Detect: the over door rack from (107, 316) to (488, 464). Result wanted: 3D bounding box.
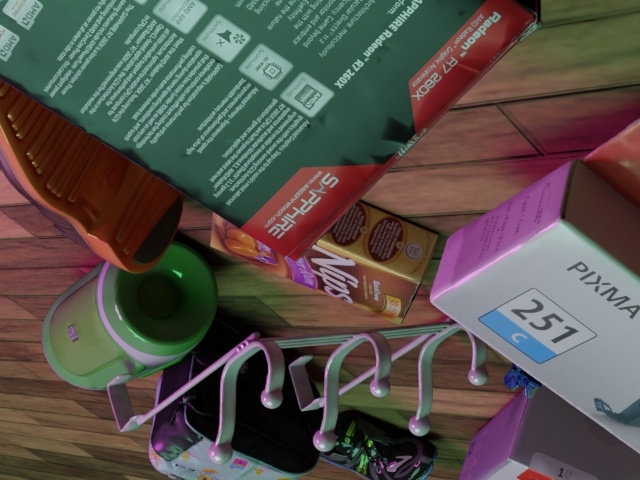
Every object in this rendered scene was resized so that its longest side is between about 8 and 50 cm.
[{"bbox_3d":[-0.025,0.151,1.297,0.240,0.108,0.324,-2,169,-33],"label":"over door rack"}]

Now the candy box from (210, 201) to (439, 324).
[{"bbox_3d":[0.000,0.000,1.166,0.187,0.053,0.109,21,156,3],"label":"candy box"}]

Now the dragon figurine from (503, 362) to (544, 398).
[{"bbox_3d":[0.254,0.091,1.072,0.144,0.085,0.289,28,158,-10],"label":"dragon figurine"}]

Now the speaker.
[{"bbox_3d":[-0.210,0.084,1.455,0.131,0.131,0.296,31,156,-15],"label":"speaker"}]

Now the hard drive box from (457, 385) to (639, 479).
[{"bbox_3d":[0.254,0.244,1.394,0.181,0.089,0.232,23,156,1],"label":"hard drive box"}]

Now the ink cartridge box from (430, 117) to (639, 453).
[{"bbox_3d":[0.265,0.048,0.893,0.296,0.066,0.261,35,139,-17],"label":"ink cartridge box"}]

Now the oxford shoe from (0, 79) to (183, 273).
[{"bbox_3d":[-0.231,-0.088,1.114,0.133,0.130,0.363,22,157,22],"label":"oxford shoe"}]

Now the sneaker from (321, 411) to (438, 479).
[{"bbox_3d":[0.054,0.247,1.621,0.188,0.067,0.078,10,159,37],"label":"sneaker"}]

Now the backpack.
[{"bbox_3d":[-0.093,0.199,1.522,0.188,0.166,0.144,22,135,-22],"label":"backpack"}]

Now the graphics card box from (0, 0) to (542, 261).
[{"bbox_3d":[-0.093,-0.168,0.737,0.371,0.094,0.233,31,129,-18],"label":"graphics card box"}]
